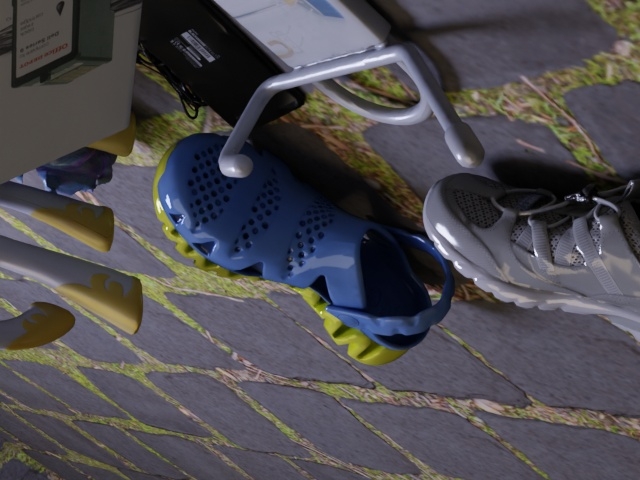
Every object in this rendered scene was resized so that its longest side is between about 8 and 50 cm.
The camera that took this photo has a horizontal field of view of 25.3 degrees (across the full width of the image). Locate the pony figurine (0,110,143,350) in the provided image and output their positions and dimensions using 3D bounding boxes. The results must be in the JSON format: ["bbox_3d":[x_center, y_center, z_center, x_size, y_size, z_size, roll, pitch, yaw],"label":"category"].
[{"bbox_3d":[-0.351,-0.061,1.266,0.364,0.350,0.303,6,151,-22],"label":"pony figurine"}]

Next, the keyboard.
[{"bbox_3d":[-0.103,-0.160,1.132,0.100,0.038,0.192,-22,130,34],"label":"keyboard"}]

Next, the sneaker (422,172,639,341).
[{"bbox_3d":[0.208,-0.006,1.040,0.281,0.105,0.115,20,128,24],"label":"sneaker"}]

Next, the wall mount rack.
[{"bbox_3d":[-0.040,-0.147,0.929,0.350,0.130,0.304,39,156,-28],"label":"wall mount rack"}]

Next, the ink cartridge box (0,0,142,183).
[{"bbox_3d":[-0.201,-0.202,0.805,0.211,0.122,0.289,48,147,23],"label":"ink cartridge box"}]

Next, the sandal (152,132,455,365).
[{"bbox_3d":[0.000,0.000,1.251,0.317,0.126,0.138,29,157,-27],"label":"sandal"}]
